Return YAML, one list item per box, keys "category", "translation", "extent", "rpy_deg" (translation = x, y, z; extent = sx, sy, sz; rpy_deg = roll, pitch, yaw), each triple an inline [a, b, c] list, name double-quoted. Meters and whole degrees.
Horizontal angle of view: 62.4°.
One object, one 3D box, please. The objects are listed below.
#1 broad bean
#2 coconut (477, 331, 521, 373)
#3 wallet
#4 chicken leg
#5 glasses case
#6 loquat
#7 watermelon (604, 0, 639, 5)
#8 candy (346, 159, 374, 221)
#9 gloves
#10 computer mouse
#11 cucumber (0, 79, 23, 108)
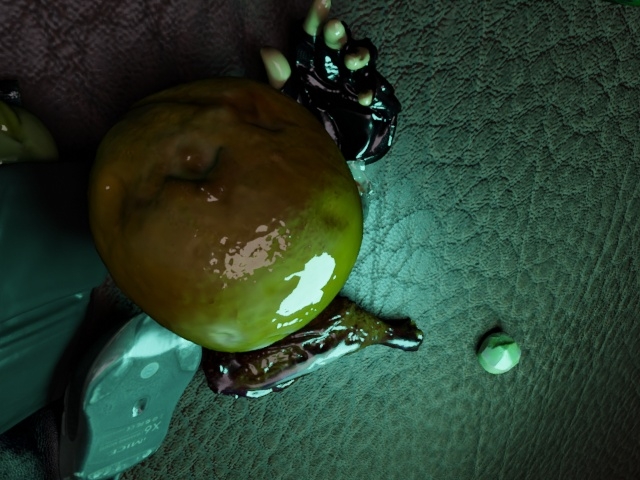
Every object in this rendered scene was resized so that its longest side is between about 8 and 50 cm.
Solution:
- category: "broad bean"
  translation: [-0.312, -0.059, 0.507]
  extent: [0.082, 0.124, 0.174]
  rpy_deg: [-28, 163, -52]
- category: "coconut"
  translation: [0.369, 0.229, 1.086]
  extent: [0.084, 0.082, 0.081]
  rpy_deg: [11, 151, 9]
- category: "wallet"
  translation: [-0.289, 0.070, 0.535]
  extent: [0.041, 0.247, 0.322]
  rpy_deg: [26, 101, 3]
- category: "chicken leg"
  translation: [0.015, 0.166, 0.848]
  extent: [0.408, 0.096, 0.157]
  rpy_deg: [-7, 127, -29]
- category: "glasses case"
  translation: [-0.405, 0.290, 0.703]
  extent: [0.122, 0.075, 0.314]
  rpy_deg: [-8, 122, -25]
- category: "loquat"
  translation: [-0.099, -0.018, 0.555]
  extent: [0.276, 0.275, 0.284]
  rpy_deg: [-18, 165, -18]
- category: "watermelon"
  translation: [0.367, -0.414, 0.527]
  extent: [0.364, 0.363, 0.362]
  rpy_deg: [-14, 124, -21]
- category: "candy"
  translation: [-0.001, -0.001, 0.727]
  extent: [0.086, 0.059, 0.292]
  rpy_deg: [7, 135, -28]
- category: "gloves"
  translation: [0.016, -0.180, 0.607]
  extent: [0.165, 0.124, 0.203]
  rpy_deg: [-5, 131, -5]
- category: "computer mouse"
  translation: [-0.281, 0.239, 0.724]
  extent: [0.167, 0.090, 0.379]
  rpy_deg: [-2, 122, -49]
- category: "cucumber"
  translation: [-0.357, -0.135, 0.498]
  extent: [0.133, 0.032, 0.032]
  rpy_deg: [-9, 122, -22]
